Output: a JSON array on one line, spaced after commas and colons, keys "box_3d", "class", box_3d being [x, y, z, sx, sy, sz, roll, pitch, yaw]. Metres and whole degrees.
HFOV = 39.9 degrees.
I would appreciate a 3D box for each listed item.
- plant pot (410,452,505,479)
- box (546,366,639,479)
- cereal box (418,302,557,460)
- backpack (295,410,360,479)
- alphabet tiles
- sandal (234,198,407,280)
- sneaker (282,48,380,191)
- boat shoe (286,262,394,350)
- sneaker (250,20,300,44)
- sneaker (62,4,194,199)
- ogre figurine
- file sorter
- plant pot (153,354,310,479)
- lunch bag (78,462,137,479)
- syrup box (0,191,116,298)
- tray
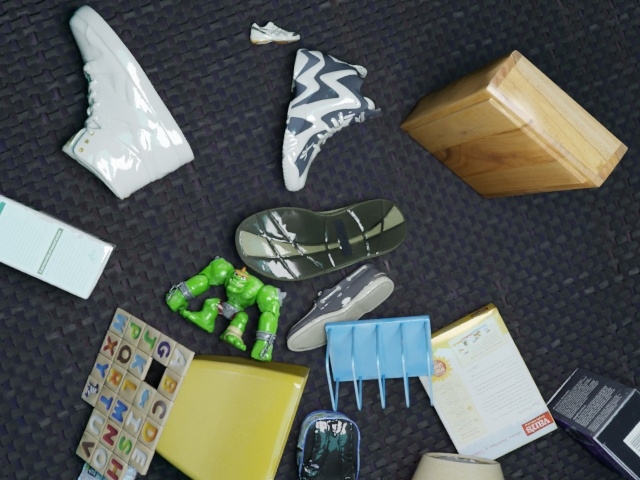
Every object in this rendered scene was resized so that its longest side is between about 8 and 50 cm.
[{"box_3d": [0.216, 0.491, 1.427, 0.256, 0.256, 0.274, 7, 84, -10], "class": "plant pot"}, {"box_3d": [0.498, 0.316, 1.489, 0.153, 0.207, 0.108, 43, 85, -7], "class": "box"}, {"box_3d": [0.275, 0.252, 1.513, 0.173, 0.047, 0.240, -27, 96, 4], "class": "cereal box"}, {"box_3d": [0.011, 0.341, 1.462, 0.105, 0.084, 0.114, 4, 95, -11], "class": "backpack"}, {"box_3d": [-0.302, 0.246, 1.367, 0.009, 0.198, 0.237, 23, 89, -50], "class": "alphabet tiles"}, {"box_3d": [0.001, 0.001, 1.465, 0.302, 0.086, 0.120, -7, 86, -25], "class": "sandal"}, {"box_3d": [0.020, -0.191, 1.455, 0.153, 0.094, 0.235, 8, 79, -2], "class": "sneaker"}, {"box_3d": [0.024, 0.111, 1.487, 0.206, 0.075, 0.065, -34, 53, -3], "class": "boat shoe"}, {"box_3d": [-0.075, -0.348, 1.469, 0.083, 0.032, 0.037, -3, 91, -11], "class": "sneaker"}, {"box_3d": [-0.347, -0.209, 1.383, 0.169, 0.108, 0.293, -34, 97, -12], "class": "sneaker"}, {"box_3d": [-0.144, 0.102, 1.428, 0.197, 0.097, 0.118, 22, 74, 34], "class": "ogre figurine"}, {"box_3d": [0.097, 0.204, 1.425, 0.170, 0.104, 0.118, -5, 122, 6], "class": "file sorter"}, {"box_3d": [-0.141, 0.279, 1.382, 0.187, 0.212, 0.212, 18, 87, 2], "class": "plant pot"}, {"box_3d": [-0.341, 0.377, 1.415, 0.083, 0.053, 0.071, 24, 85, -1], "class": "lunch bag"}, {"box_3d": [-0.448, -0.001, 1.371, 0.236, 0.093, 0.096, 26, 86, -9], "class": "syrup box"}, {"box_3d": [0.268, -0.157, 1.341, 0.203, 0.411, 0.076, 39, 85, -8], "class": "tray"}]
